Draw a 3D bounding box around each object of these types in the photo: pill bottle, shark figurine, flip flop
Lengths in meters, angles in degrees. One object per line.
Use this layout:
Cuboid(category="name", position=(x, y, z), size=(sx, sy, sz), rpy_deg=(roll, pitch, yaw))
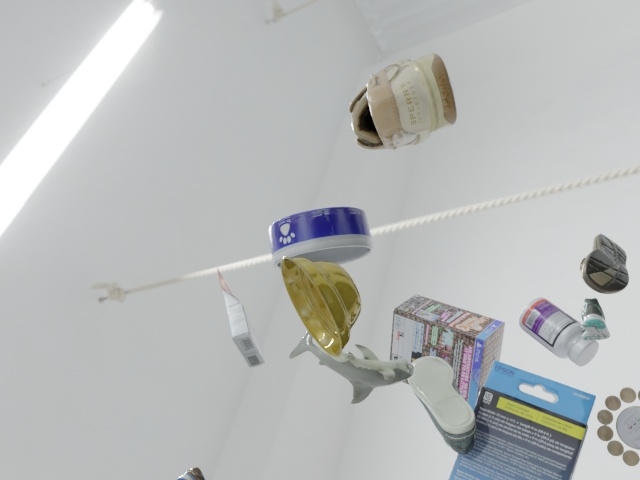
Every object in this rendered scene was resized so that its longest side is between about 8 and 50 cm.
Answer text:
Cuboid(category="pill bottle", position=(0.630, 0.243, 1.747), size=(0.108, 0.193, 0.108), rpy_deg=(-18, -53, -25))
Cuboid(category="shark figurine", position=(0.061, 0.290, 1.434), size=(0.166, 0.278, 0.116), rpy_deg=(-59, -16, -77))
Cuboid(category="flip flop", position=(0.667, 0.064, 1.582), size=(0.112, 0.080, 0.277), rpy_deg=(43, -148, 4))

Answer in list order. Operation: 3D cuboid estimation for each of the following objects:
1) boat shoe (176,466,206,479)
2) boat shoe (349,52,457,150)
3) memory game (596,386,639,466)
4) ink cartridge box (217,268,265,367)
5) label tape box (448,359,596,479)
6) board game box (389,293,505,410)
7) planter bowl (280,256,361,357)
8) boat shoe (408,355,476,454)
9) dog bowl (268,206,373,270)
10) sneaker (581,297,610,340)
Cuboid(category="boat shoe", position=(-0.245, 0.574, 1.420), size=(0.066, 0.066, 0.183), rpy_deg=(-31, -75, -57))
Cuboid(category="boat shoe", position=(0.092, -0.184, 0.917), size=(0.341, 0.110, 0.121), rpy_deg=(-118, 9, -86))
Cuboid(category="memory game", position=(0.740, 0.433, 1.537), size=(0.012, 0.186, 0.186), rpy_deg=(22, -119, -57))
Cuboid(category="ink cartridge box", position=(-0.216, 0.205, 1.814), size=(0.189, 0.066, 0.232), rpy_deg=(74, -178, -55))
Cuboid(category="label tape box", position=(0.469, 0.491, 1.548), size=(0.347, 0.249, 0.115), rpy_deg=(-65, -29, -15))
Cuboid(category="board game box", position=(0.362, 0.319, 1.929), size=(0.141, 0.291, 0.232), rpy_deg=(-25, -56, -49))
Cuboid(category="planter bowl", position=(0.016, 0.109, 1.271), size=(0.090, 0.217, 0.217), rpy_deg=(-27, -75, -19))
Cuboid(category="boat shoe", position=(0.294, 0.393, 1.613), size=(0.319, 0.116, 0.099), rpy_deg=(-117, 10, -68))
Cuboid(category="dog bowl", position=(0.000, 0.000, 1.726), size=(0.265, 0.265, 0.104), rpy_deg=(8, -113, -54))
Cuboid(category="sneaker", position=(0.638, 0.184, 1.541), size=(0.166, 0.065, 0.076), rpy_deg=(53, -144, -58))
